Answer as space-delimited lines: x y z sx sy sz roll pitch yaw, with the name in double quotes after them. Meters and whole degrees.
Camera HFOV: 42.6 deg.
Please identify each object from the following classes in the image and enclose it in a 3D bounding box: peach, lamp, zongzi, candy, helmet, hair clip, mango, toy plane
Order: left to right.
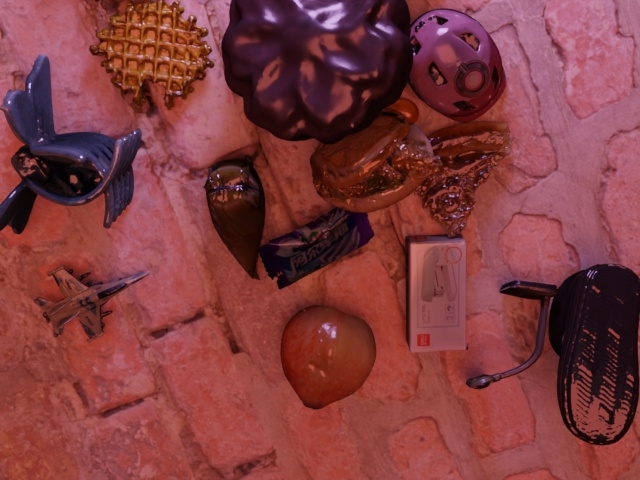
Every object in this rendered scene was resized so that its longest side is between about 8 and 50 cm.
-0.506 -0.156 1.661 0.238 0.318 0.393 11 101 -7 "hair clip"
-0.503 0.122 1.846 0.261 0.088 0.192 -26 109 -6 "toy plane"
-0.168 -0.024 1.729 0.122 0.260 0.289 -9 102 -3 "zongzi"
0.000 0.000 1.805 0.275 0.070 0.145 -30 130 -9 "candy"
0.012 0.264 1.826 0.232 0.232 0.233 0 103 -2 "peach"
0.172 -0.283 1.789 0.089 0.046 0.060 30 99 4 "mango"
0.283 -0.368 1.721 0.253 0.154 0.198 44 97 -6 "helmet"
0.430 0.226 1.880 0.124 0.203 0.283 24 81 -1 "lamp"

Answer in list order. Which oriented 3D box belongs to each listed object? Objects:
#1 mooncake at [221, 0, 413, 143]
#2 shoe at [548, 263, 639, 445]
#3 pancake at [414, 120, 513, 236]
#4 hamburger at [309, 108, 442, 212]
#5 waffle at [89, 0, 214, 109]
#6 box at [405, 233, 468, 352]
-0.012 -0.369 1.628 0.380 0.212 0.351 4 95 12 "mooncake"
0.589 0.247 1.799 0.171 0.237 0.384 7 80 2 "shoe"
0.303 -0.132 1.804 0.265 0.057 0.245 -8 91 4 "pancake"
0.109 -0.172 1.711 0.285 0.243 0.146 -12 132 31 "hamburger"
-0.350 -0.399 1.740 0.231 0.051 0.229 -41 99 7 "waffle"
0.264 0.121 1.869 0.134 0.079 0.270 -2 103 -1 "box"
